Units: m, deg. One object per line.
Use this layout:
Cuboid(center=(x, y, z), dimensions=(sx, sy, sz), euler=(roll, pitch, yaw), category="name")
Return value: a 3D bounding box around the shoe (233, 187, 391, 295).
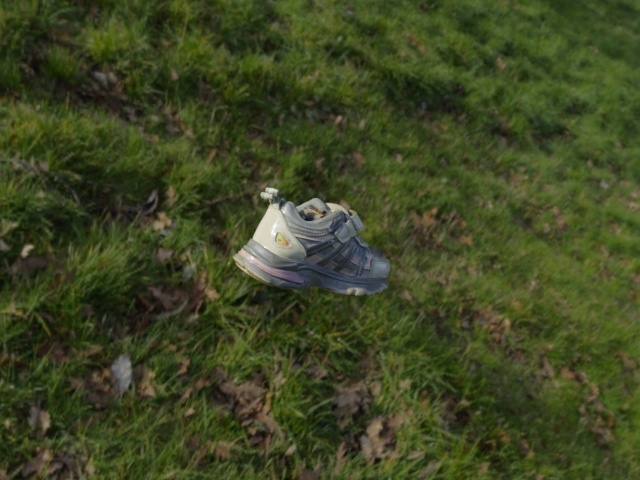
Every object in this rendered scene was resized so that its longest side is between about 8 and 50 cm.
Cuboid(center=(0.000, 0.000, 0.742), dimensions=(0.180, 0.092, 0.089), euler=(8, 13, -32), category="shoe")
